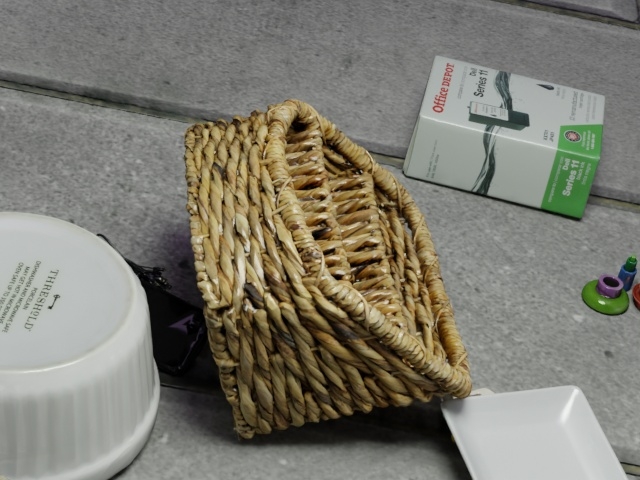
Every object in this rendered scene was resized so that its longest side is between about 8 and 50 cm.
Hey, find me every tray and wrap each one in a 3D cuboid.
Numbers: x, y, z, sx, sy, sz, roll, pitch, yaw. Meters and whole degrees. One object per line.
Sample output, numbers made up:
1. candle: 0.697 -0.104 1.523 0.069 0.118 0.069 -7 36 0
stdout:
1. tray: 0.210 0.242 1.487 0.145 0.030 0.270 -3 46 -22

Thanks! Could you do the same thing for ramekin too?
1. ramekin: -0.269 0.088 1.483 0.273 0.127 0.273 6 38 -5

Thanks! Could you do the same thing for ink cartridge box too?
1. ink cartridge box: 0.210 -0.120 1.953 0.208 0.087 0.153 13 35 3

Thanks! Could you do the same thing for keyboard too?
1. keyboard: -0.189 0.061 1.646 0.192 0.038 0.100 26 61 16

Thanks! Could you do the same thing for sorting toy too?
1. sorting toy: 0.327 0.046 1.801 0.102 0.042 0.061 5 36 -9
2. sorting toy: 0.143 0.154 1.602 0.083 0.045 0.075 11 23 -19

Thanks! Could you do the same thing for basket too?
1. basket: 0.000 0.000 1.575 0.223 0.213 0.299 -11 38 2

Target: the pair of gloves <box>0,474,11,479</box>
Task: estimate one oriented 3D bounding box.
1. pair of gloves: -0.346 0.193 1.203 0.240 0.042 0.204 27 35 11
